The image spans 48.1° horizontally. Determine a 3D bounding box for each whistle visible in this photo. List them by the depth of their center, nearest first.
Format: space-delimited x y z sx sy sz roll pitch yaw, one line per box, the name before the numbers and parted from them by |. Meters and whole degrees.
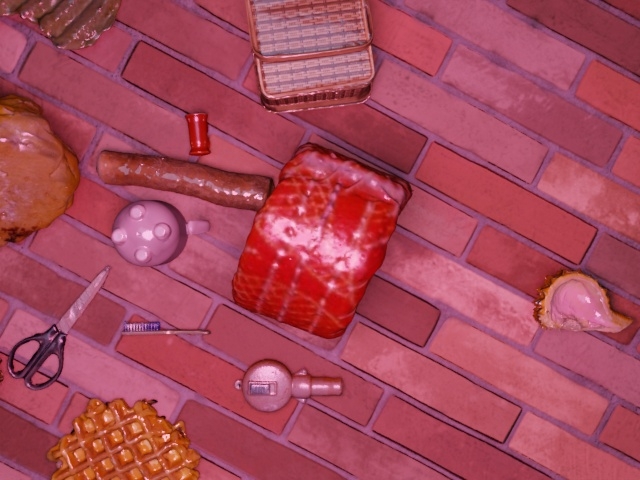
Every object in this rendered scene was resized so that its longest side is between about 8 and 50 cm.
whistle | -0.065 0.296 1.453 0.219 0.057 0.107 2 91 -3

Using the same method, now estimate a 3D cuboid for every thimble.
thimble | 0.000 0.000 1.311 0.230 0.350 0.350 24 91 0

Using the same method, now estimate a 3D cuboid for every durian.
durian | 0.522 0.135 1.448 0.224 0.078 0.140 19 79 -11

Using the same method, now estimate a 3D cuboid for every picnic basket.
picnic basket | -0.023 -0.413 1.375 0.227 0.175 0.313 -7 92 -1

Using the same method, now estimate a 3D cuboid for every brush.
brush | -0.313 0.179 1.460 0.178 0.033 0.030 0 77 -1

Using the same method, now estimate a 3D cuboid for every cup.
cup | -0.318 -0.007 1.400 0.173 0.142 0.134 23 91 -2

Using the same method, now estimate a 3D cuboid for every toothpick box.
toothpick box | -0.246 -0.211 1.443 0.047 0.047 0.083 -5 92 0

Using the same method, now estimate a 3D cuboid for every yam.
yam | -0.272 -0.119 1.432 0.356 0.081 0.081 9 91 0

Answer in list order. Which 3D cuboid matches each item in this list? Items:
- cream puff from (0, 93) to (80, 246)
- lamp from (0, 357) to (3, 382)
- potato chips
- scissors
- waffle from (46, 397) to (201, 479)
cream puff | -0.630 -0.167 1.357 0.324 0.257 0.291 9 132 -35
lamp | -0.748 0.310 1.392 0.177 0.177 0.274 40 91 -1
potato chips | -0.561 -0.586 1.407 0.373 0.097 0.390 13 93 -2
scissors | -0.521 0.170 1.463 0.109 0.022 0.300 37 90 -5
waffle | -0.389 0.471 1.452 0.329 0.062 0.330 0 91 0
